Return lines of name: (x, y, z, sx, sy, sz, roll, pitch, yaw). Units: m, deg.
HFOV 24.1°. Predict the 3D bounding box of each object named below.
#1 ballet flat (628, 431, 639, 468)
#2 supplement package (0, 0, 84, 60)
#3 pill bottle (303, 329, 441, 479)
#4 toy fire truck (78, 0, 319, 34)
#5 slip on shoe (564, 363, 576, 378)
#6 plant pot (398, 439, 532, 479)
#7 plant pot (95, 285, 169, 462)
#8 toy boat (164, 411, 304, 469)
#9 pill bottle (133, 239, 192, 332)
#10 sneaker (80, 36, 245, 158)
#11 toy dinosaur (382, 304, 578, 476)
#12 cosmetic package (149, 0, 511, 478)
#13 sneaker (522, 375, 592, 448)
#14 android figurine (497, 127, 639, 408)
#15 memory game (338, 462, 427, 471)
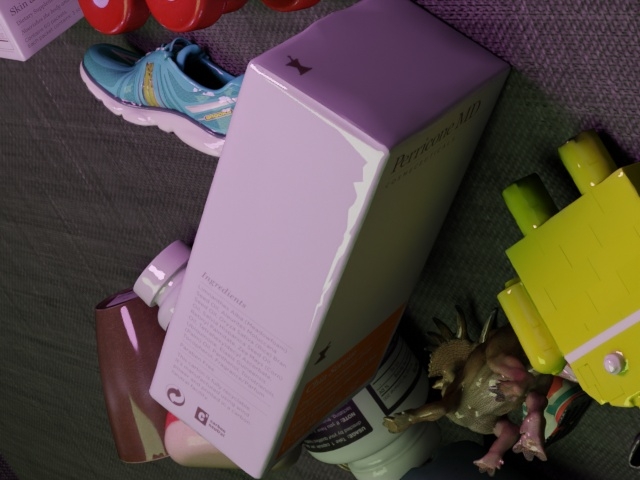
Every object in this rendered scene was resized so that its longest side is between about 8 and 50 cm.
ballet flat: (0.380, 0.206, 1.575, 0.057, 0.049, 0.173, 43, 152, 5)
supplement package: (-0.373, -0.371, 1.691, 0.198, 0.199, 0.262, 14, 138, 45)
pill bottle: (0.012, 0.148, 1.864, 0.323, 0.181, 0.181, 55, 151, -15)
toy fire truck: (-0.132, -0.341, 1.479, 0.302, 0.169, 0.253, 8, 110, 49)
slip on shoe: (0.354, 0.114, 1.452, 0.331, 0.123, 0.101, 20, 110, 48)
plant pot: (0.230, 0.440, 1.831, 0.334, 0.341, 0.341, 39, 153, 31)
plant pot: (-0.250, 0.186, 2.283, 0.215, 0.215, 0.230, -6, 109, 56)
toy boat: (-0.097, 0.190, 1.744, 0.151, 0.151, 0.231, 2, 171, 4)
pill bottle: (-0.149, 0.108, 2.096, 0.221, 0.121, 0.121, 43, 152, 7)
sneaker: (-0.171, -0.193, 1.789, 0.275, 0.107, 0.110, 22, 125, 30)
toy dinosaur: (0.198, 0.140, 1.650, 0.127, 0.200, 0.296, 44, 135, -18)
cosmetic package: (0.000, 0.000, 1.503, 0.161, 0.230, 0.453, 35, 132, 18)
sneaker: (0.258, 0.188, 1.730, 0.075, 0.057, 0.161, 55, 157, 20)
android figurine: (0.273, 0.042, 1.390, 0.248, 0.056, 0.272, -38, 73, 44)
memory game: (0.083, 0.300, 2.015, 0.186, 0.186, 0.012, 33, 106, 23)
